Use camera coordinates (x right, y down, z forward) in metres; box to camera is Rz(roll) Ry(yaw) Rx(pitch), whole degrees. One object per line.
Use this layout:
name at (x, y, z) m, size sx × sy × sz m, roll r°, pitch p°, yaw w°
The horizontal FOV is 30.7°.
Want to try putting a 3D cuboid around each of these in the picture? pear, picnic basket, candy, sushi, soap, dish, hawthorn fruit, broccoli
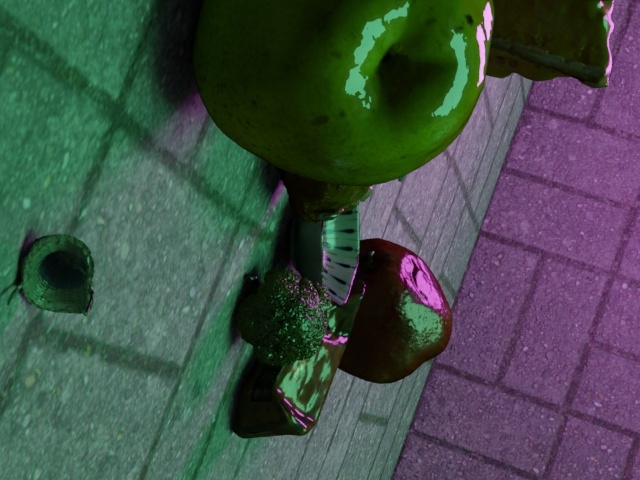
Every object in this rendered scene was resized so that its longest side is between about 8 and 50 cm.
pear at (0.022, -0.187, 1.104) m, size 0.294 × 0.294 × 0.294 m, roll 19°, pitch 90°, yaw -75°
picnic basket at (-0.214, 0.033, 0.948) m, size 0.083 × 0.065 × 0.083 m, roll -87°, pitch -173°, yaw -52°
candy at (-0.022, 0.163, 1.665) m, size 0.101 × 0.143 × 0.271 m, roll 46°, pitch 54°, yaw -29°
sushi at (0.033, -0.153, 1.432) m, size 0.179 × 0.166 × 0.297 m, roll -13°, pitch 116°, yaw -46°
soap at (0.322, -0.335, 1.860) m, size 0.169 × 0.338 × 0.304 m, roll -72°, pitch 164°, yaw 8°
dish at (0.000, 0.000, 1.617) m, size 0.190 × 0.066 × 0.191 m, roll 4°, pitch 90°, yaw -72°
hawthorn fruit at (0.091, 0.095, 1.823) m, size 0.224 × 0.224 × 0.261 m, roll -60°, pitch 146°, yaw -37°
broccoli at (-0.049, 0.099, 1.520) m, size 0.120 × 0.131 × 0.130 m, roll -143°, pitch -128°, yaw -66°

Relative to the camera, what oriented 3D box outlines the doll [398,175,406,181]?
doll at (0.131, -0.160, 1.915) m, size 0.195 × 0.070 × 0.096 m, roll 73°, pitch 21°, yaw -59°
